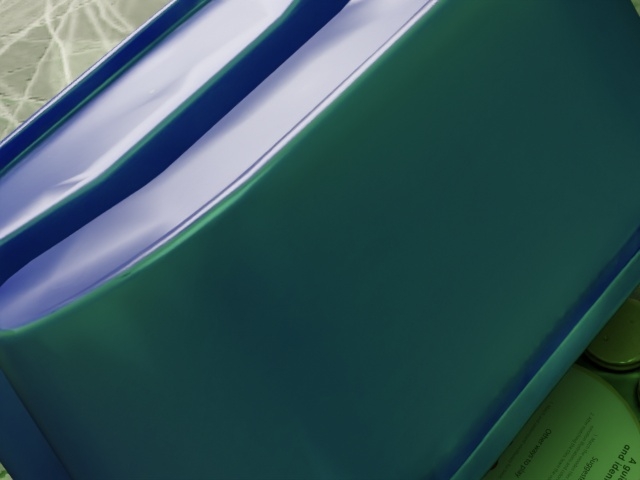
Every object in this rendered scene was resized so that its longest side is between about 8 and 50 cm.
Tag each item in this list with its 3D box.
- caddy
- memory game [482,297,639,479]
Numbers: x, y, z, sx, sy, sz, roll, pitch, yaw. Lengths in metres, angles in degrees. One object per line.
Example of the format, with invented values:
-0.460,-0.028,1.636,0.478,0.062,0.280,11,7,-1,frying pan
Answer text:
0.000,0.000,0.489,0.341,0.179,0.241,-45,27,-22,caddy
0.090,0.093,0.519,0.186,0.012,0.186,-4,53,6,memory game
